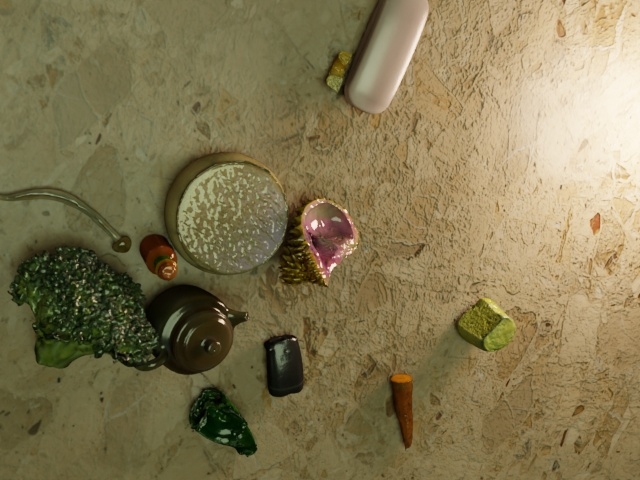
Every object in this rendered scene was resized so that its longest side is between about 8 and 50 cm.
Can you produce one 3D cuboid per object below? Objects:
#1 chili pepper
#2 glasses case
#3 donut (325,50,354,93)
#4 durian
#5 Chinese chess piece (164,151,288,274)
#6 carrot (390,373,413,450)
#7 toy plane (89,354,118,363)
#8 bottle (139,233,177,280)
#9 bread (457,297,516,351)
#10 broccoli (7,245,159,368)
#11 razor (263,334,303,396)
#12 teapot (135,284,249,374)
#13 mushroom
[{"bbox_3d":[-0.227,0.445,1.749,0.108,0.062,0.216,-37,114,-2],"label":"chili pepper"},{"bbox_3d":[0.149,-0.432,1.662,0.113,0.075,0.297,21,96,-26],"label":"glasses case"},{"bbox_3d":[0.041,-0.381,1.641,0.037,0.067,0.083,23,129,-8],"label":"donut"},{"bbox_3d":[-0.013,-0.006,1.647,0.153,0.260,0.187,-5,95,24],"label":"durian"},{"bbox_3d":[-0.203,-0.057,1.600,0.269,0.112,0.270,-6,106,-20],"label":"Chinese chess piece"},{"bbox_3d":[0.224,0.456,1.934,0.057,0.057,0.224,-15,111,-17],"label":"carrot"},{"bbox_3d":[-0.423,0.190,1.605,0.188,0.062,0.135,-17,84,-19],"label":"toy plane"},{"bbox_3d":[-0.333,0.041,1.533,0.069,0.187,0.069,-6,108,-19],"label":"bottle"},{"bbox_3d":[0.438,0.228,1.925,0.111,0.114,0.129,40,90,-31],"label":"bread"},{"bbox_3d":[-0.484,0.158,1.492,0.247,0.245,0.288,-8,64,-48],"label":"broccoli"},{"bbox_3d":[-0.087,0.301,1.768,0.090,0.054,0.148,-11,108,-22],"label":"razor"},{"bbox_3d":[-0.280,0.208,1.579,0.267,0.175,0.186,-27,117,-28],"label":"teapot"},{"bbox_3d":[-0.527,-0.059,1.517,0.306,0.043,0.068,29,67,-23],"label":"mushroom"}]
